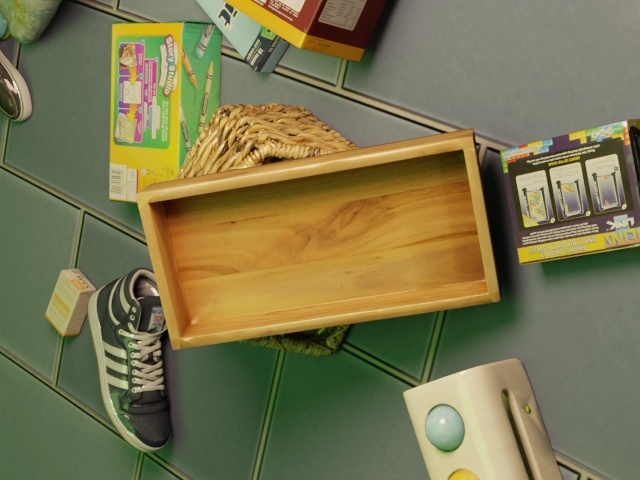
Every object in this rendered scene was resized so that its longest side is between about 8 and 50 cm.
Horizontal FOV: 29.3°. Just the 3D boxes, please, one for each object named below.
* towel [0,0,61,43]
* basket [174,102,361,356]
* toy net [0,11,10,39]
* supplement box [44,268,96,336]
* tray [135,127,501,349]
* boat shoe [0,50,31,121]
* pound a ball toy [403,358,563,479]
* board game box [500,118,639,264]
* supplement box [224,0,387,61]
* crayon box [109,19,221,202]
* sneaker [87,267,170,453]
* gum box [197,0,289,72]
[{"bbox_3d":[-0.497,-0.539,1.966,0.320,0.090,0.374,-26,83,67],"label":"towel"},{"bbox_3d":[-0.068,-0.008,1.622,0.223,0.213,0.299,39,118,34],"label":"basket"},{"bbox_3d":[-0.615,-0.464,2.198,0.122,0.045,0.232,-18,80,43],"label":"toy net"},{"bbox_3d":[-0.424,0.105,2.074,0.062,0.036,0.098,43,120,31],"label":"supplement box"},{"bbox_3d":[0.000,0.000,1.495,0.411,0.076,0.202,-9,103,10],"label":"tray"},{"bbox_3d":[-0.588,-0.304,2.130,0.080,0.076,0.228,-24,95,41],"label":"boat shoe"},{"bbox_3d":[0.179,0.328,1.480,0.208,0.136,0.319,-26,76,40],"label":"pound a ball toy"},{"bbox_3d":[0.298,-0.053,1.399,0.170,0.048,0.141,-11,88,42],"label":"board game box"},{"bbox_3d":[-0.013,-0.362,1.555,0.191,0.129,0.194,36,109,31],"label":"supplement box"},{"bbox_3d":[-0.236,-0.191,1.849,0.165,0.081,0.278,8,99,41],"label":"crayon box"},{"bbox_3d":[-0.272,0.179,1.902,0.153,0.099,0.282,-34,68,41],"label":"sneaker"},{"bbox_3d":[-0.093,-0.357,1.732,0.184,0.041,0.157,52,124,26],"label":"gum box"}]
